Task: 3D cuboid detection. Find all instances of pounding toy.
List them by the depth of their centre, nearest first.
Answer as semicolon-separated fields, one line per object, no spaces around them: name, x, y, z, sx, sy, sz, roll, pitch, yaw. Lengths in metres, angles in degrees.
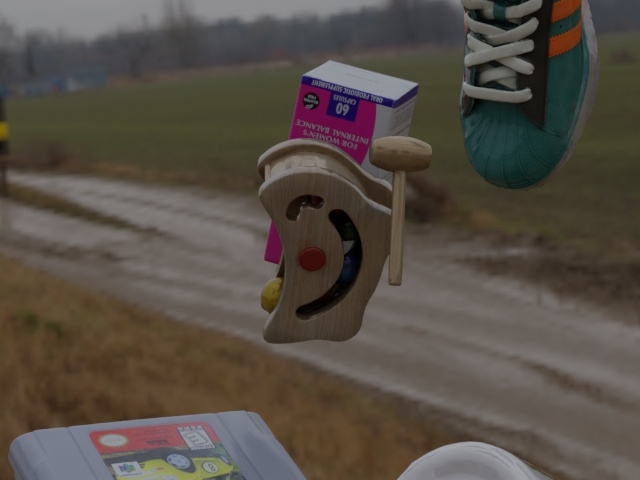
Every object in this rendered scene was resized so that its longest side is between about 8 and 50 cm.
pounding toy;0.000;0.000;1.760;0.154;0.269;0.155;15;28;-12

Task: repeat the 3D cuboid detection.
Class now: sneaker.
sneaker;0.137;-0.185;1.219;0.108;0.302;0.121;11;8;33

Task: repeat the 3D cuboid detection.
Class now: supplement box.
supplement box;0.023;-0.075;1.910;0.111;0.220;0.114;16;18;12

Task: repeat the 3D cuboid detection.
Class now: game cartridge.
game cartridge;-0.154;0.257;1.774;0.294;0.060;0.196;-3;33;-29

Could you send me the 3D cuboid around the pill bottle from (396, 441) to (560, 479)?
pill bottle;0.148;0.232;1.213;0.131;0.131;0.229;-1;-21;35
